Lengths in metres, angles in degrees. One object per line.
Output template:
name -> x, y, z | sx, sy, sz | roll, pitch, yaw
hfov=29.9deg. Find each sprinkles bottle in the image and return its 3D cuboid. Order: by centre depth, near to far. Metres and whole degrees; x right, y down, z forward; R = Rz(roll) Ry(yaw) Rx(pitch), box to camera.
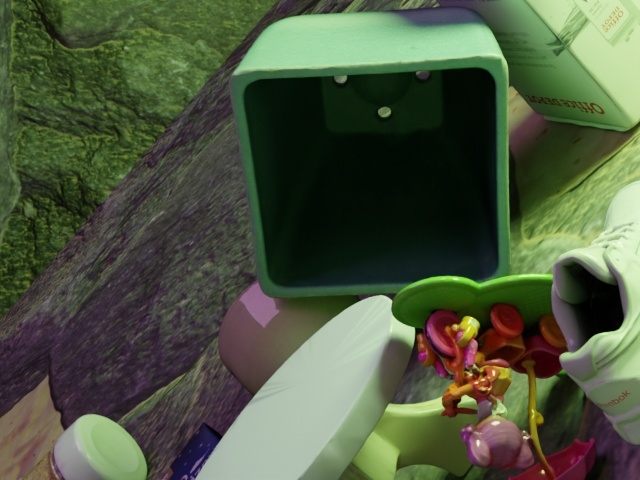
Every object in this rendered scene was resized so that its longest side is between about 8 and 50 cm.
sprinkles bottle -> -0.386, 0.384, 1.589 | 0.355, 0.121, 0.121 | -44, 20, 17

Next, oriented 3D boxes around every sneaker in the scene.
sneaker -> 0.220, 0.025, 0.863 | 0.090, 0.115, 0.232 | -36, 26, 38

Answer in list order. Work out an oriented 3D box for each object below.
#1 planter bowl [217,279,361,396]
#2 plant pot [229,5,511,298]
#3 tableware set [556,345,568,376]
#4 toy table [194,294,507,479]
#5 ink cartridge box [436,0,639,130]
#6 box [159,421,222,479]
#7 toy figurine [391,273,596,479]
planter bowl -> -0.011, 0.118, 1.245 | 0.162, 0.162, 0.109 | -47, 47, 8
plant pot -> 0.058, -0.116, 1.213 | 0.247, 0.248, 0.252 | -3, 32, 6
tableware set -> 0.241, 0.079, 0.928 | 0.104, 0.024, 0.154 | -53, 20, -9
toy table -> 0.021, 0.199, 0.986 | 0.274, 0.161, 0.252 | -48, 19, 5
ink cartridge box -> 0.214, -0.254, 1.206 | 0.117, 0.283, 0.207 | -48, 19, -5
box -> -0.147, 0.290, 1.372 | 0.136, 0.036, 0.225 | -53, 18, -7
toy figurine -> 0.140, 0.120, 0.891 | 0.130, 0.173, 0.159 | -44, 41, 43
